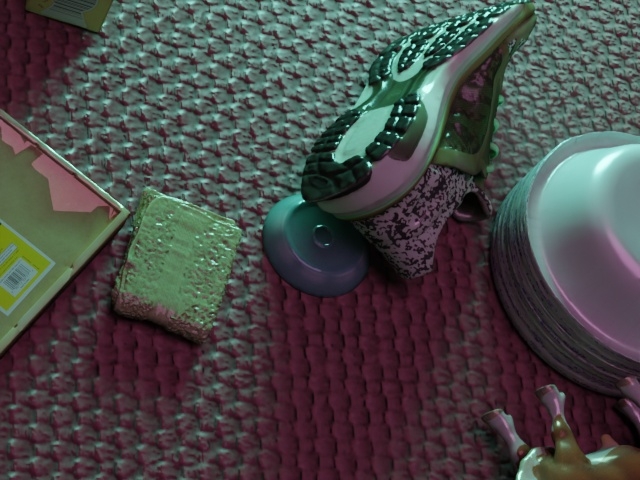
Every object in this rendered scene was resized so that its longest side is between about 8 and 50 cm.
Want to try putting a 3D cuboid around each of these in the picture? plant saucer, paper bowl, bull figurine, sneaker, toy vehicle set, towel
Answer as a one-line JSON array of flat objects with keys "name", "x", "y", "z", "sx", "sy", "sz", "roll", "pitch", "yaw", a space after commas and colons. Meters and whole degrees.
[{"name": "plant saucer", "x": 0.000, "y": 0.000, "z": 1.707, "sx": 0.119, "sy": 0.021, "sz": 0.119, "roll": 11, "pitch": 59, "yaw": -19}, {"name": "paper bowl", "x": 0.336, "y": 0.013, "z": 1.781, "sx": 0.284, "sy": 0.148, "sz": 0.284, "roll": 12, "pitch": 58, "yaw": -20}, {"name": "bull figurine", "x": 0.266, "y": 0.237, "z": 1.638, "sx": 0.310, "sy": 0.101, "sz": 0.188, "roll": 1, "pitch": 60, "yaw": -37}, {"name": "sneaker", "x": 0.131, "y": -0.109, "z": 1.792, "sx": 0.410, "sy": 0.158, "sz": 0.182, "roll": -51, "pitch": 121, "yaw": -38}, {"name": "toy vehicle set", "x": -0.318, "y": 0.012, "z": 1.541, "sx": 0.166, "sy": 0.035, "sz": 0.267, "roll": 39, "pitch": 53, "yaw": 0}, {"name": "towel", "x": -0.139, "y": 0.024, "z": 1.624, "sx": 0.110, "sy": 0.027, "sz": 0.148, "roll": 22, "pitch": 54, "yaw": -13}]

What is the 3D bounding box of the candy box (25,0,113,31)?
[{"name": "candy box", "x": -0.202, "y": -0.372, "z": 1.643, "sx": 0.087, "sy": 0.316, "sz": 0.183, "roll": 16, "pitch": 57, "yaw": -16}]
